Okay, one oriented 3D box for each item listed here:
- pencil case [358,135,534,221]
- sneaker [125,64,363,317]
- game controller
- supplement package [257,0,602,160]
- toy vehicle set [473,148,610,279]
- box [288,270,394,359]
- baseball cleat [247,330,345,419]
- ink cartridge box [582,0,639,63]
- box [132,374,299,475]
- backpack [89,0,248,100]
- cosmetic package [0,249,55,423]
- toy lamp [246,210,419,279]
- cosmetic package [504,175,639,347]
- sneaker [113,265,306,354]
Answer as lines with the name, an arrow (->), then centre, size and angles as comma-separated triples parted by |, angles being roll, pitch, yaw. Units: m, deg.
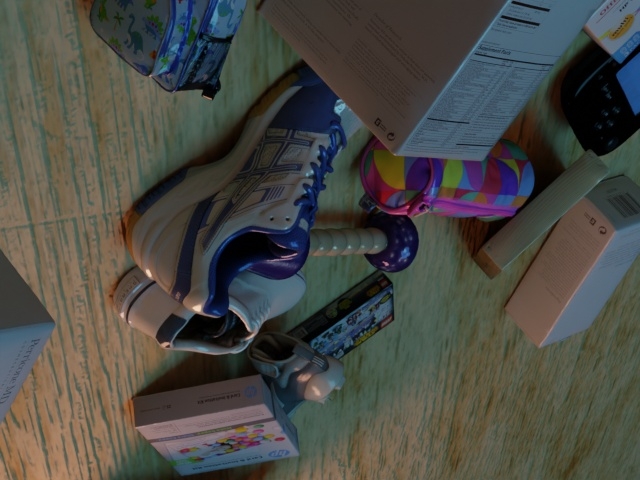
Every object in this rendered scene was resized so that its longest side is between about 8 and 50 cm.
pencil case -> 0.137, -0.067, 1.755 | 0.236, 0.104, 0.104 | -1, 133, -54
sneaker -> -0.032, -0.047, 1.516 | 0.296, 0.131, 0.112 | -42, 152, -3
game controller -> 0.410, -0.234, 1.913 | 0.319, 0.067, 0.166 | -43, 154, 0
supplement package -> 0.098, -0.206, 1.378 | 0.149, 0.194, 0.203 | -2, 134, -54
toy vehicle set -> 0.257, -0.026, 1.949 | 0.166, 0.035, 0.267 | -42, 175, 0
box -> 0.027, 0.102, 1.941 | 0.137, 0.027, 0.094 | -35, 154, -15
baseball cleat -> -0.047, 0.150, 1.876 | 0.206, 0.109, 0.072 | -35, -159, 57
ink cartridge box -> 0.307, -0.266, 1.726 | 0.104, 0.061, 0.181 | -47, 153, 10
box -> -0.113, 0.207, 1.825 | 0.145, 0.038, 0.186 | -11, 155, 7
backpack -> -0.111, -0.179, 1.235 | 0.084, 0.105, 0.114 | -7, 132, -51
cosmetic package -> -0.366, 0.113, 1.293 | 0.224, 0.138, 0.224 | -9, 139, -50
toy lamp -> 0.000, 0.000, 1.697 | 0.080, 0.080, 0.274 | -53, 155, 22
cosmetic package -> 0.354, 0.030, 2.221 | 0.117, 0.085, 0.231 | -15, 145, -43
sneaker -> -0.095, 0.073, 1.654 | 0.258, 0.091, 0.094 | -6, 137, -50
